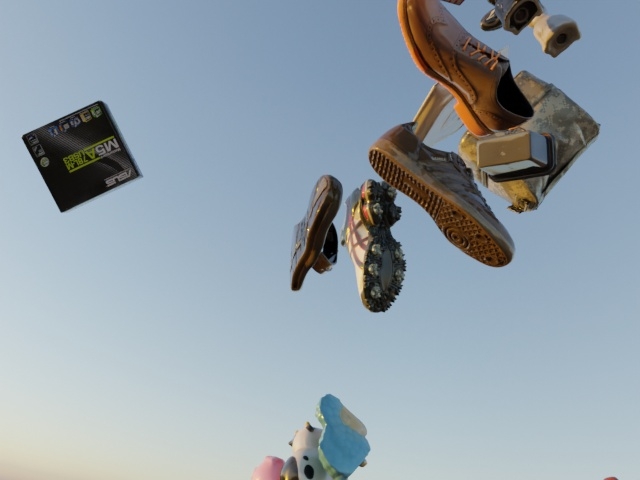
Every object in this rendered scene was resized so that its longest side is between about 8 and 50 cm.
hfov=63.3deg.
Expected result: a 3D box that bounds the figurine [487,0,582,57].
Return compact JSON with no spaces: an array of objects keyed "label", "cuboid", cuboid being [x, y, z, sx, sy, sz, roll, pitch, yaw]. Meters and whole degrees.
[{"label":"figurine","cuboid":[0.508,-0.561,1.274,0.214,0.210,0.092,17,-51,-24]}]

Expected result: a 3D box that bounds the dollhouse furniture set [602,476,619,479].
[{"label":"dollhouse furniture set","cuboid":[0.191,0.333,0.458,0.373,0.152,0.201,-16,-18,1]}]

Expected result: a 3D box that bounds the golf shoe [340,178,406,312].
[{"label":"golf shoe","cuboid":[0.100,0.015,1.046,0.105,0.273,0.120,16,-23,-34]}]

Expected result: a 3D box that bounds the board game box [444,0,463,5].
[{"label":"board game box","cuboid":[0.176,-0.506,0.877,0.146,0.194,0.045,4,-18,-23]}]

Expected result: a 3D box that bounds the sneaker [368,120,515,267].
[{"label":"sneaker","cuboid":[0.139,-0.056,0.543,0.188,0.071,0.066,44,-19,10]}]

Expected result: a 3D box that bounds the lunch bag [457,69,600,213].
[{"label":"lunch bag","cuboid":[0.550,-0.252,1.388,0.256,0.305,0.212,41,-6,28]}]

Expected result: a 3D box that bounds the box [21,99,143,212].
[{"label":"box","cuboid":[-0.517,-0.182,1.136,0.190,0.184,0.045,-25,3,-3]}]

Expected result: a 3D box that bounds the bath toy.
[{"label":"bath toy","cuboid":[-0.070,0.413,0.876,0.348,0.129,0.151,-48,-18,19]}]

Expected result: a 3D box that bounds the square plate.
[{"label":"square plate","cuboid":[0.404,-0.402,1.593,0.049,0.344,0.347,51,-27,15]}]

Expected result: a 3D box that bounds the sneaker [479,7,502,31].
[{"label":"sneaker","cuboid":[0.542,-0.678,1.497,0.188,0.067,0.078,-29,-21,29]}]

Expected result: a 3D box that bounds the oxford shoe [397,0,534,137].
[{"label":"oxford shoe","cuboid":[0.291,-0.357,1.010,0.363,0.130,0.132,40,-21,-28]}]

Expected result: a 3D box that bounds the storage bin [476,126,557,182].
[{"label":"storage bin","cuboid":[0.369,-0.173,0.999,0.135,0.098,0.091,-5,-8,41]}]

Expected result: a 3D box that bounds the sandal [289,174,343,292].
[{"label":"sandal","cuboid":[0.000,0.000,0.659,0.060,0.090,0.219,10,-37,-12]}]
